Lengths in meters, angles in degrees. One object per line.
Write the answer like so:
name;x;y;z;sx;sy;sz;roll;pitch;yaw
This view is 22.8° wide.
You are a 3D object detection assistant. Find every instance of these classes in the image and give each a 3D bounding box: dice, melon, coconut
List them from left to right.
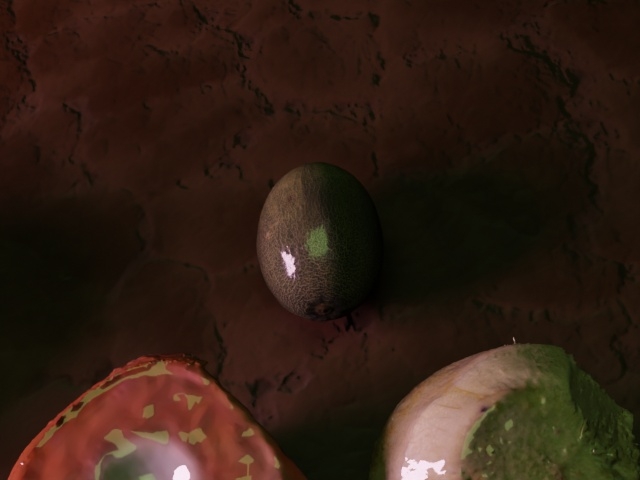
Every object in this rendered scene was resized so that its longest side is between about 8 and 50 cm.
dice;-0.098;0.197;1.059;0.174;0.179;0.175;-40;64;-14
melon;0.000;0.000;1.201;0.098;0.098;0.130;-7;50;8
coconut;0.121;0.159;1.039;0.194;0.194;0.194;-5;58;9
